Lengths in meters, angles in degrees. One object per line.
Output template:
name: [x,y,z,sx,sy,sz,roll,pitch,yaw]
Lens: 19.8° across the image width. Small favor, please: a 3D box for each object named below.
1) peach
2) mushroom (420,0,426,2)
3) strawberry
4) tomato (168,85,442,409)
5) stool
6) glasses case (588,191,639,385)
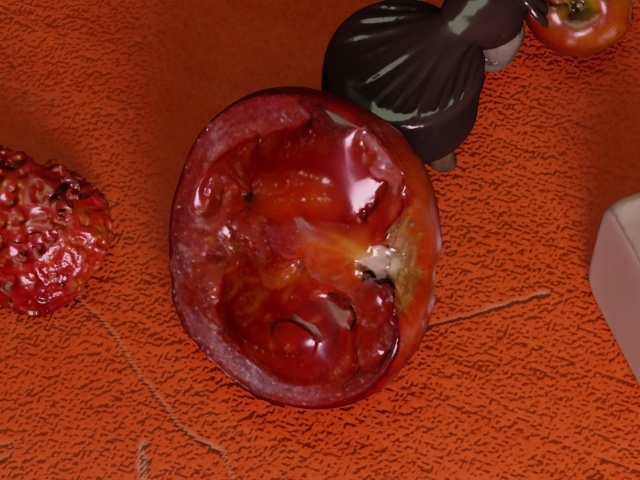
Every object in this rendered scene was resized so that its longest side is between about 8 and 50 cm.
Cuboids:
peach: [0.213,-0.201,1.505,0.100,0.101,0.101,-1,61,1]
mushroom: [0.009,-0.260,1.584,0.286,0.028,0.026,43,27,21]
strawberry: [-0.254,-0.017,1.418,0.188,0.082,0.121,16,65,7]
tomato: [0.000,0.000,1.354,0.200,0.139,0.233,12,103,26]
stool: [0.086,-0.132,1.449,0.217,0.121,0.125,-38,65,-16]
glasses case: [0.291,0.115,1.300,0.070,0.131,0.313,-19,61,-10]
